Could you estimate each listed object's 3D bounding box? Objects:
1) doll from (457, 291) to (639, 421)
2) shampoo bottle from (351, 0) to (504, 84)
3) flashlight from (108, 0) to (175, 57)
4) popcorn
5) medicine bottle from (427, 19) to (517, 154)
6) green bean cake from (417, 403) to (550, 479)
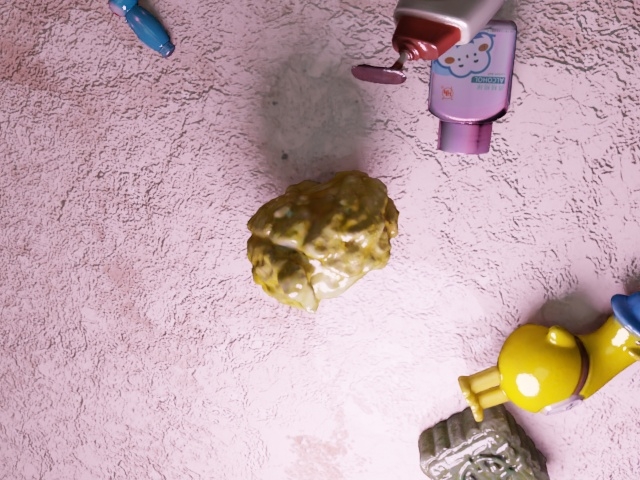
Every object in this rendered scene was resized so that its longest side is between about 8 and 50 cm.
[{"bbox_3d":[0.406,0.192,1.011,0.363,0.145,0.199,-23,134,8],"label":"doll"},{"bbox_3d":[0.155,-0.319,0.831,0.153,0.071,0.284,30,78,21],"label":"shampoo bottle"},{"bbox_3d":[-0.284,-0.351,0.997,0.051,0.051,0.129,-42,100,19],"label":"flashlight"},{"bbox_3d":[0.000,0.000,0.954,0.256,0.255,0.195,-35,97,25],"label":"popcorn"},{"bbox_3d":[0.221,-0.226,0.919,0.119,0.094,0.188,5,108,11],"label":"medicine bottle"},{"bbox_3d":[0.292,0.400,1.115,0.183,0.094,0.185,-35,103,18],"label":"green bean cake"}]
